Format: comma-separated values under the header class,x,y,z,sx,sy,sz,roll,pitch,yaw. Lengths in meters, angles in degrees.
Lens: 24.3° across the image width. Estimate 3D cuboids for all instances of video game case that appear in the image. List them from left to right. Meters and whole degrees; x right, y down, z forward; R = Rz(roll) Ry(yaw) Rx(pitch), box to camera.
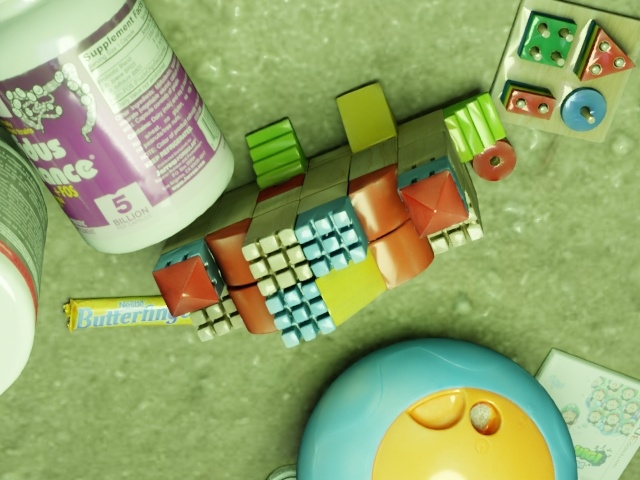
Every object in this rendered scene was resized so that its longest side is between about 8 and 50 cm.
class,x,y,z,sx,sy,sz,roll,pitch,yaw
video game case,0.295,0.206,1.681,0.157,0.019,0.143,21,112,-17

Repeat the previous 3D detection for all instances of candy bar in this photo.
class,x,y,z,sx,sy,sz,roll,pitch,yaw
candy bar,-0.186,0.076,1.549,0.161,0.018,0.040,-2,117,-8

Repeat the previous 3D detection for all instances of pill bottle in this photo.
class,x,y,z,sx,sy,sz,roll,pitch,yaw
pill bottle,-0.335,0.003,1.322,0.176,0.318,0.176,-3,117,-6
pill bottle,-0.217,-0.149,1.345,0.169,0.169,0.301,-28,117,7

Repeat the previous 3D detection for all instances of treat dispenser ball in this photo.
class,x,y,z,sx,sy,sz,roll,pitch,yaw
treat dispenser ball,0.119,0.243,1.524,0.288,0.288,0.288,-3,117,-6

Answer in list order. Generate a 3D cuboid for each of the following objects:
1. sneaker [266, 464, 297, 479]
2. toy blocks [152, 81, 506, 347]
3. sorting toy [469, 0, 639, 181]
class,x,y,z,sx,sy,sz,roll,pitch,yaw
sneaker,-0.017,0.382,1.686,0.094,0.091,0.258,-15,117,1
toy blocks,0.000,0.000,1.376,0.381,0.261,0.191,-21,105,10
sorting toy,0.249,-0.172,1.467,0.132,0.046,0.274,11,114,-13
